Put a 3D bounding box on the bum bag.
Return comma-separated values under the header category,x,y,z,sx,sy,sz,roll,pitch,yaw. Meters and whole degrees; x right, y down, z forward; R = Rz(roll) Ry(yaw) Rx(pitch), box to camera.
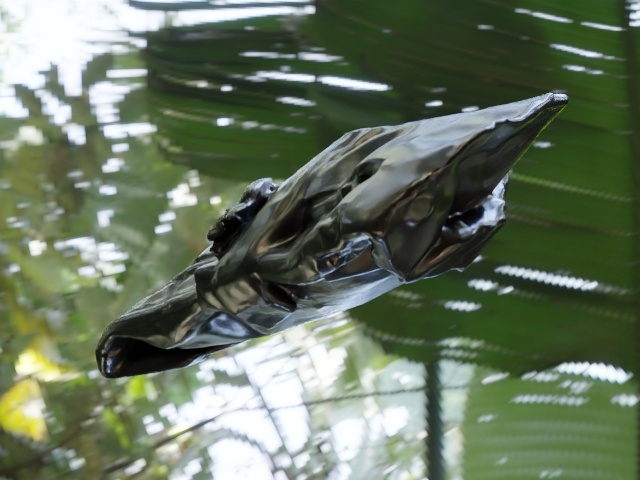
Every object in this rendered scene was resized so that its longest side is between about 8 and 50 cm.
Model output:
category,x,y,z,sx,sy,sz,roll,pitch,yaw
bum bag,0.000,0.000,0.866,0.310,0.137,0.074,-25,-89,58
